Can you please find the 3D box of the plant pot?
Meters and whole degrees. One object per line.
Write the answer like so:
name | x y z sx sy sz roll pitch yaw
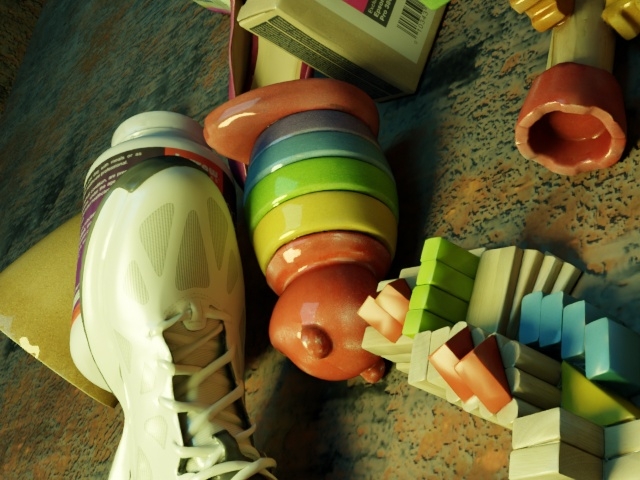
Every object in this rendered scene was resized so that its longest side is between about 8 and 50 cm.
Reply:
plant pot | -0.292 0.056 1.410 0.254 0.237 0.237 -51 26 -10

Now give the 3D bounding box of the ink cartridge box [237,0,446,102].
ink cartridge box | 0.045 -0.297 1.125 0.088 0.193 0.234 1 69 59

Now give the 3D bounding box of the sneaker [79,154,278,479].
sneaker | -0.083 0.156 0.932 0.257 0.169 0.447 18 112 50

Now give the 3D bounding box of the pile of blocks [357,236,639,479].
pile of blocks | 0.128 0.069 0.767 0.149 0.113 0.362 -63 28 3

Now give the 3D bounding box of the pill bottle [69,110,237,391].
pill bottle | -0.185 0.007 1.195 0.181 0.182 0.322 -41 40 37

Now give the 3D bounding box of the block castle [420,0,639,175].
block castle | 0.129 -0.238 0.671 0.303 0.453 0.212 -27 38 47

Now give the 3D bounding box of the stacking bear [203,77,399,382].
stacking bear | 0.000 0.000 1.005 0.164 0.175 0.289 -26 52 25

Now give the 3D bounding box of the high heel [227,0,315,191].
high heel | -0.047 -0.229 1.195 0.181 0.127 0.377 -95 6 -55

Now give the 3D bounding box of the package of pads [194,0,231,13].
package of pads | -0.103 -0.501 1.645 0.296 0.101 0.229 -62 29 2
